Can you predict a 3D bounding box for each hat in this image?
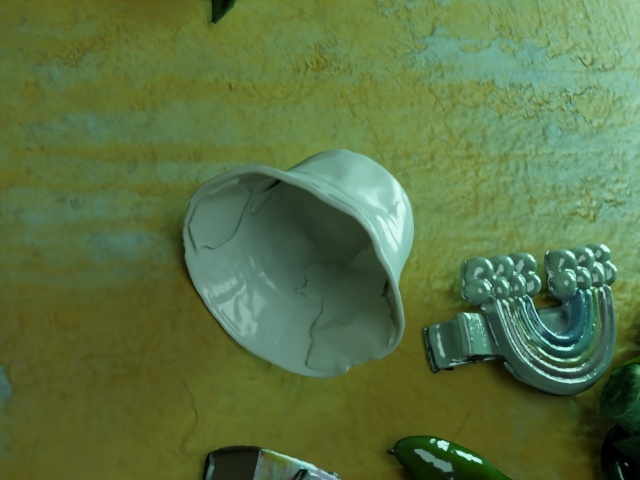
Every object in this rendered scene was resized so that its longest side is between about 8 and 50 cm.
[{"bbox_3d":[0.000,0.000,1.212,0.203,0.203,0.126,50,42,-8],"label":"hat"}]

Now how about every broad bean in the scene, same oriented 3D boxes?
[{"bbox_3d":[0.165,0.230,1.294,0.254,0.046,0.065,24,94,-18],"label":"broad bean"}]

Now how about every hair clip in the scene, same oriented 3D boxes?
[{"bbox_3d":[0.197,0.077,1.358,0.220,0.054,0.140,-5,73,-33],"label":"hair clip"}]

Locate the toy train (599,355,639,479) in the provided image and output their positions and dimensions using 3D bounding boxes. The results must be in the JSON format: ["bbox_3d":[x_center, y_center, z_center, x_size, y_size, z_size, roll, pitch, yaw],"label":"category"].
[{"bbox_3d":[0.433,0.190,1.394,0.397,0.160,0.253,34,57,-17],"label":"toy train"}]

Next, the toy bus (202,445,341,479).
[{"bbox_3d":[-0.057,0.301,1.136,0.112,0.090,0.274,22,68,-31],"label":"toy bus"}]

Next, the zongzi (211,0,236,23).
[{"bbox_3d":[-0.090,-0.266,1.291,0.109,0.055,0.119,45,72,-8],"label":"zongzi"}]
